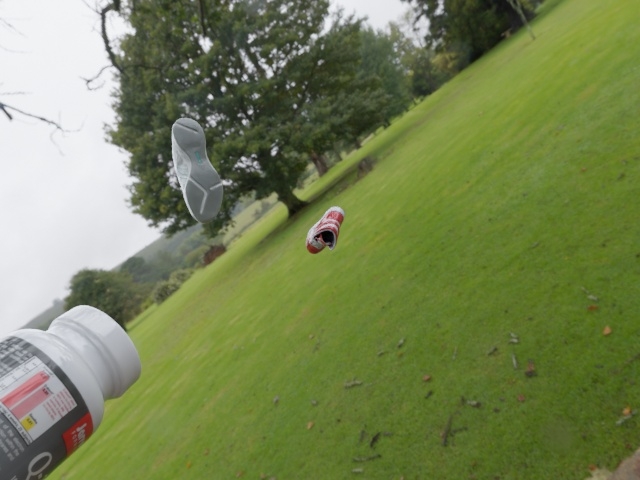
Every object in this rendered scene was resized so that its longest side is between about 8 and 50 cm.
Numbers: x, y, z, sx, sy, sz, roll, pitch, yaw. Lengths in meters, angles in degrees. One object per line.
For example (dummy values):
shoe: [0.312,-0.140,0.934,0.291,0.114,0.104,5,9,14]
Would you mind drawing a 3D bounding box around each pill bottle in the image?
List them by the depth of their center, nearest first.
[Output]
pill bottle: [-0.460,0.261,0.637,0.210,0.210,0.363,-27,10,37]

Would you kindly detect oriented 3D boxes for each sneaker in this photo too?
sneaker: [-0.179,-0.094,0.631,0.053,0.152,0.061,-10,-12,-30]
sneaker: [0.000,0.000,0.749,0.118,0.042,0.067,-56,10,44]
